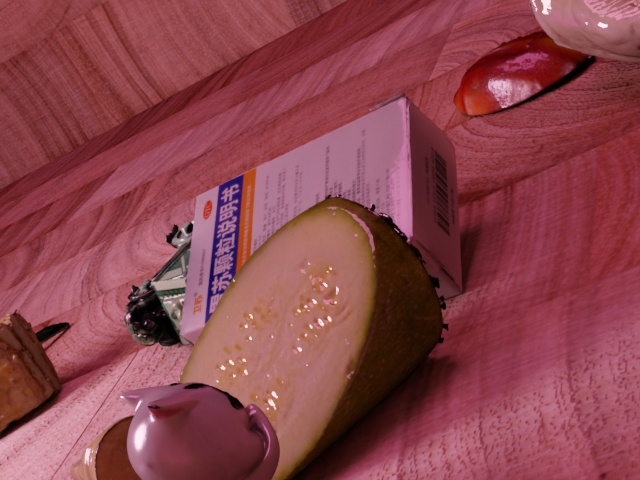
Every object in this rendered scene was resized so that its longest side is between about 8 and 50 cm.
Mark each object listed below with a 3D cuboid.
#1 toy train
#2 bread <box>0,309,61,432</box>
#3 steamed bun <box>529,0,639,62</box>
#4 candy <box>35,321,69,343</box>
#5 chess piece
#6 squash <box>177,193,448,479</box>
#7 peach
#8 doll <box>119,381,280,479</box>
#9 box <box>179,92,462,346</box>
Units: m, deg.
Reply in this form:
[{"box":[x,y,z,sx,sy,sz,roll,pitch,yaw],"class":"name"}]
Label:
[{"box":[-0.144,0.043,1.606,0.154,0.115,0.269,-10,25,33],"class":"toy train"},{"box":[-0.460,0.199,1.674,0.196,0.138,0.102,-30,20,5],"class":"bread"},{"box":[0.411,-0.319,1.513,0.280,0.207,0.268,31,86,44],"class":"steamed bun"},{"box":[-0.493,0.198,1.865,0.097,0.097,0.323,-16,15,44],"class":"candy"},{"box":[-0.203,0.222,1.259,0.090,0.090,0.200,-38,6,-21],"class":"chess piece"},{"box":[-0.036,0.101,1.102,0.260,0.189,0.189,-35,16,-23],"class":"squash"},{"box":[0.272,-0.253,1.785,0.189,0.068,0.279,-40,18,-32],"class":"peach"},{"box":[-0.080,0.188,0.961,0.107,0.181,0.110,-26,10,-31],"class":"doll"},{"box":[0.000,0.000,1.342,0.299,0.106,0.200,-24,45,29],"class":"box"}]
